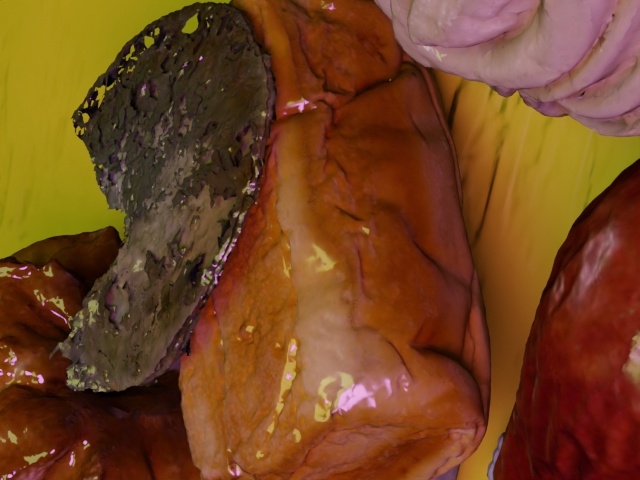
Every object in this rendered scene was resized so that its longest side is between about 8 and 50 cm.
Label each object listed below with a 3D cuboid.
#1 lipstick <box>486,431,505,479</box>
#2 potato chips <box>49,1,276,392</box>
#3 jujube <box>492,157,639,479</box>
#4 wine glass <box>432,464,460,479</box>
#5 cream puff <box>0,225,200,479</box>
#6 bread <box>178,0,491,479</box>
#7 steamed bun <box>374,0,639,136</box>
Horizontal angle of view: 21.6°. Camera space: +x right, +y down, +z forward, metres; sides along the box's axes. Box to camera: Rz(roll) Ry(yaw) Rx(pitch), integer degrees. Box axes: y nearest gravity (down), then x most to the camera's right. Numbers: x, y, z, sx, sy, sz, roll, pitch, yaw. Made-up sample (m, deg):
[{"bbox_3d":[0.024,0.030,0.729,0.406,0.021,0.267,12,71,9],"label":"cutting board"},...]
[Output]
[{"bbox_3d":[0.128,0.086,0.940,0.037,0.037,0.116,27,106,34],"label":"lipstick"},{"bbox_3d":[-0.094,-0.026,0.935,0.202,0.029,0.220,-14,66,47],"label":"potato chips"},{"bbox_3d":[0.174,0.069,0.813,0.190,0.190,0.255,52,134,23],"label":"jujube"},{"bbox_3d":[0.033,0.189,1.000,0.074,0.074,0.262,26,106,34],"label":"wine glass"},{"bbox_3d":[-0.148,0.105,1.042,0.155,0.241,0.269,-44,50,36],"label":"cream puff"},{"bbox_3d":[0.000,0.000,0.935,0.167,0.132,0.294,-33,56,34],"label":"bread"},{"bbox_3d":[0.129,-0.182,0.814,0.289,0.203,0.276,52,122,24],"label":"steamed bun"}]
